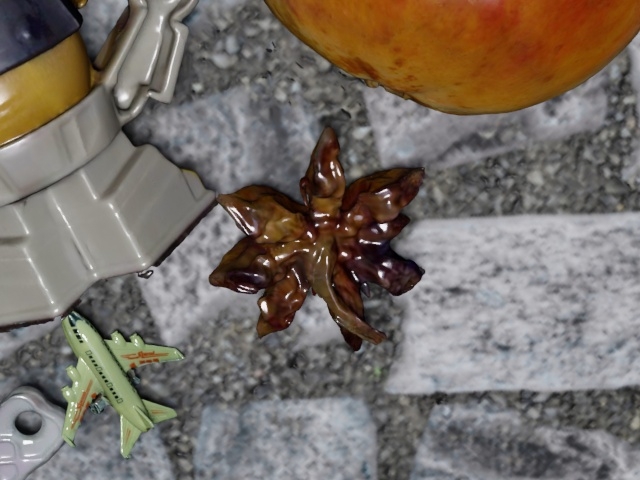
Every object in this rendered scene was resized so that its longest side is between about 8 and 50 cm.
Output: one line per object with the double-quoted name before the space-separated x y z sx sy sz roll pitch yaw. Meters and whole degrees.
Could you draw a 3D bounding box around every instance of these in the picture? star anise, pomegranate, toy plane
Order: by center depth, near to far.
"pomegranate" 0.089 -0.210 0.841 0.252 0.229 0.270 28 93 -6
"star anise" 0.001 0.000 0.987 0.168 0.057 0.168 -2 108 -7
"toy plane" -0.148 0.094 1.008 0.102 0.040 0.111 -39 98 -29

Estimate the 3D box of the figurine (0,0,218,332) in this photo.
"figurine" -0.197 -0.093 0.891 0.308 0.143 0.308 -7 103 -34

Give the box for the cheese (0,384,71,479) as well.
"cheese" -0.283 0.214 1.023 0.163 0.082 0.286 37 99 -17
